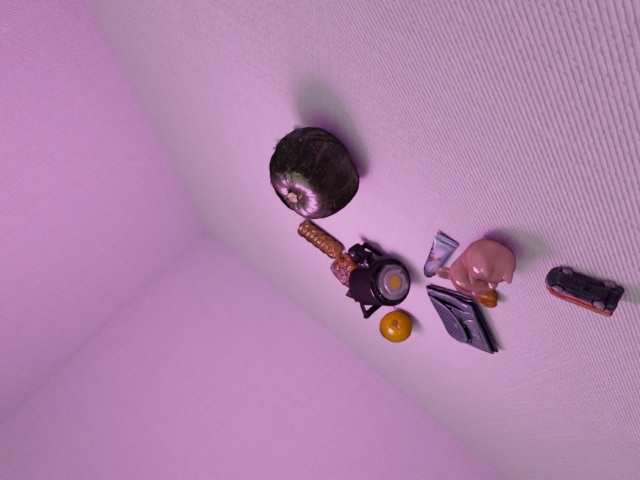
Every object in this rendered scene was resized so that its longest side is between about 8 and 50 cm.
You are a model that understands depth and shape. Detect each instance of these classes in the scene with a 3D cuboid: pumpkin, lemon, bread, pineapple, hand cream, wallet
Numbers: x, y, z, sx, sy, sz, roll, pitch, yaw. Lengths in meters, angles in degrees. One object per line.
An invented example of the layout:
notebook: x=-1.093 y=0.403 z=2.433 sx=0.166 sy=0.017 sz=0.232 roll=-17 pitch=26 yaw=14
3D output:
pumpkin: x=-0.032 y=-0.229 z=1.454 sx=0.328 sy=0.258 sz=0.291 roll=45 pitch=148 yaw=-22
lemon: x=0.393 y=0.451 z=2.164 sx=0.170 sy=0.170 sz=0.207 roll=37 pitch=165 yaw=15
bread: x=0.590 y=0.202 z=1.472 sx=0.083 sy=0.046 sz=0.081 roll=41 pitch=157 yaw=8
bread: x=0.000 y=-0.001 z=2.107 sx=0.269 sy=0.098 sz=0.087 roll=36 pitch=-160 yaw=17
pineapple: x=0.140 y=0.168 z=2.127 sx=0.224 sy=0.076 sz=0.225 roll=26 pitch=135 yaw=29
hand cream: x=0.424 y=0.059 z=1.506 sx=0.088 sy=0.055 sz=0.256 roll=32 pitch=151 yaw=17
wallet: x=0.580 y=0.336 z=1.725 sx=0.237 sy=0.075 sz=0.342 roll=19 pitch=149 yaw=54

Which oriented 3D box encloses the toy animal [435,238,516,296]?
toy animal: x=0.488 y=0.086 z=1.277 sx=0.166 sy=0.154 sz=0.250 roll=21 pitch=154 yaw=-5

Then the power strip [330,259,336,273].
power strip: x=0.145 y=0.202 z=2.285 sx=0.253 sy=0.054 sz=0.168 roll=32 pitch=156 yaw=26

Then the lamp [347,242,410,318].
lamp: x=0.266 y=0.197 z=1.826 sx=0.272 sy=0.205 sz=0.374 roll=18 pitch=138 yaw=56

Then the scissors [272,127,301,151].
scissors: x=-0.115 y=-0.379 z=1.650 sx=0.256 sy=0.030 sz=0.125 roll=8 pitch=141 yaw=53

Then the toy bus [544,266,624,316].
toy bus: x=0.698 y=0.136 z=1.107 sx=0.174 sy=0.079 sz=0.077 roll=24 pitch=162 yaw=41

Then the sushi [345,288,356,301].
sushi: x=0.199 y=0.310 z=2.404 sx=0.084 sy=0.056 sz=0.083 roll=39 pitch=152 yaw=14
